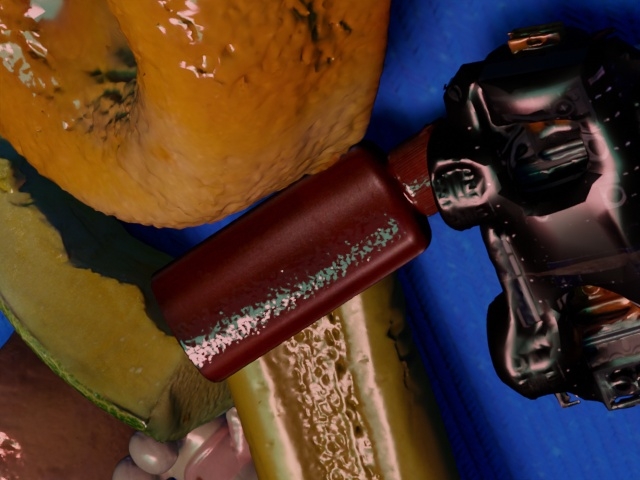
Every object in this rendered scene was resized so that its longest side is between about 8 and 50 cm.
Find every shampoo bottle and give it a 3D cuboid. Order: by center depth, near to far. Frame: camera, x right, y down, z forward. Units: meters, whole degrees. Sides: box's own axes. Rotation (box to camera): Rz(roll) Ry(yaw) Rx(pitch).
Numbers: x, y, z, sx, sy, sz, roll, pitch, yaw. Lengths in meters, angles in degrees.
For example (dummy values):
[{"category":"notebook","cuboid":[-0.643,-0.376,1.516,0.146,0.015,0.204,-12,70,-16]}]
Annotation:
[{"category":"shampoo bottle","cuboid":[0.000,0.000,1.414,0.260,0.064,0.102,-33,79,13]}]

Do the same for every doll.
[{"category":"doll","cuboid":[-0.046,0.220,1.678,0.275,0.113,0.154,21,131,7]}]

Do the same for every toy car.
[{"category":"toy car","cuboid":[0.196,-0.016,1.324,0.193,0.118,0.301,-9,118,24]}]

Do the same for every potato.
[{"category":"potato","cuboid":[-0.248,0.238,1.749,0.189,0.211,0.264,28,131,13]}]

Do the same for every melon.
[{"category":"melon","cuboid":[-0.203,0.029,1.601,0.323,0.196,0.124,41,111,14]}]

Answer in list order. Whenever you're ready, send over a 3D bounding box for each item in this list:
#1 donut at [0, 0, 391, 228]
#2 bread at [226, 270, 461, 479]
[{"category":"donut","cuboid":[-0.138,-0.168,1.311,0.435,0.163,0.377,4,128,51]},{"category":"bread","cuboid":[0.025,0.165,1.536,0.166,0.112,0.383,-14,101,14]}]
